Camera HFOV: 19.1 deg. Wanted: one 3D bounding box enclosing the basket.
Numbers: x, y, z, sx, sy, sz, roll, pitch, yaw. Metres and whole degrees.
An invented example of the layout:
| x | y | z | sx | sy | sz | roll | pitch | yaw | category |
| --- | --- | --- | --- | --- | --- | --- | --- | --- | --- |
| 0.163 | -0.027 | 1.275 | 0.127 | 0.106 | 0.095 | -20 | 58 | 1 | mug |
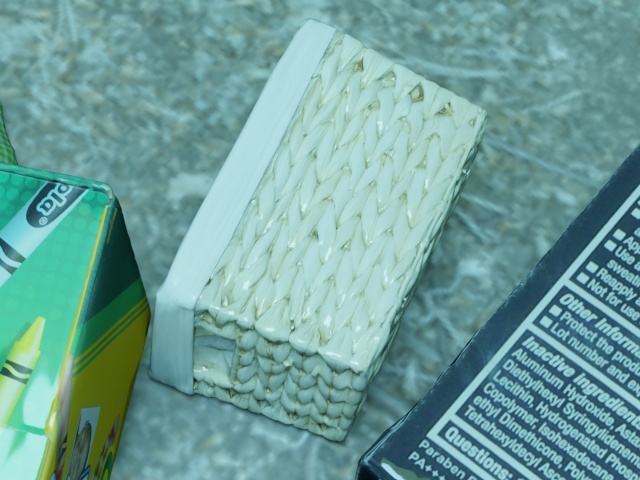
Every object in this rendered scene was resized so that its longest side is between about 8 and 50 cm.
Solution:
| x | y | z | sx | sy | sz | roll | pitch | yaw | category |
| --- | --- | --- | --- | --- | --- | --- | --- | --- | --- |
| 0.000 | 0.000 | 0.908 | 0.103 | 0.113 | 0.167 | 25 | 64 | 5 | basket |

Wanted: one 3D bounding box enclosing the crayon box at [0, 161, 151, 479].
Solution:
| x | y | z | sx | sy | sz | roll | pitch | yaw | category |
| --- | --- | --- | --- | --- | --- | --- | --- | --- | --- |
| -0.145 | 0.125 | 0.766 | 0.081 | 0.165 | 0.278 | 12 | 72 | 4 | crayon box |

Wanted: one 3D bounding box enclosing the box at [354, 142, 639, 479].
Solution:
| x | y | z | sx | sy | sz | roll | pitch | yaw | category |
| --- | --- | --- | --- | --- | --- | --- | --- | --- | --- |
| 0.214 | 0.106 | 0.822 | 0.296 | 0.183 | 0.294 | 38 | 69 | 13 | box |

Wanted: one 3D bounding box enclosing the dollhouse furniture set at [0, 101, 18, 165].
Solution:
| x | y | z | sx | sy | sz | roll | pitch | yaw | category |
| --- | --- | --- | --- | --- | --- | --- | --- | --- | --- |
| -0.290 | -0.034 | 0.886 | 0.301 | 0.151 | 0.197 | -16 | 65 | -11 | dollhouse furniture set |
